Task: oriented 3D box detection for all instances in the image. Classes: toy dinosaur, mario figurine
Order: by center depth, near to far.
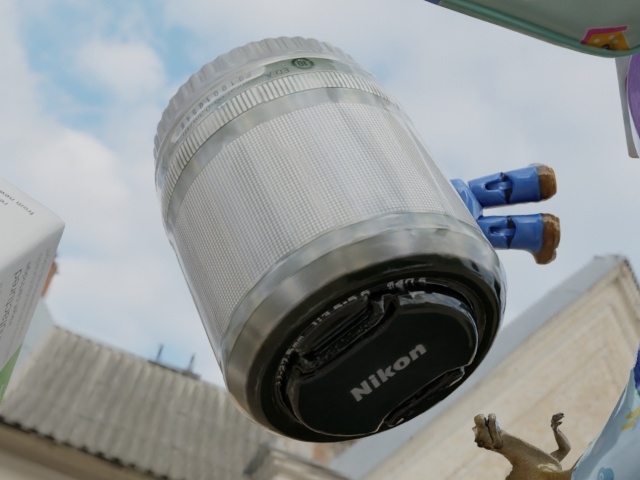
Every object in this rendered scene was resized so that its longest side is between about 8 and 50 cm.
[{"bbox_3d":[0.162,0.180,0.794,0.092,0.053,0.183,-23,-81,15],"label":"toy dinosaur"},{"bbox_3d":[0.138,-0.030,1.551,0.320,0.198,0.170,-1,-50,2],"label":"mario figurine"}]

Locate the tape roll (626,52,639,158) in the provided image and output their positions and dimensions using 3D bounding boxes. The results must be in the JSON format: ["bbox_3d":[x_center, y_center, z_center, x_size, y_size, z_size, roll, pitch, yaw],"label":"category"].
[{"bbox_3d":[0.471,-0.155,1.286,0.274,0.275,0.090,3,-17,20],"label":"tape roll"}]

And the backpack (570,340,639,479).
[{"bbox_3d":[0.272,0.108,0.430,0.355,0.290,0.273,27,-74,-19],"label":"backpack"}]

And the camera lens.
[{"bbox_3d":[0.000,0.000,0.931,0.219,0.274,0.219,-15,-41,-14],"label":"camera lens"}]

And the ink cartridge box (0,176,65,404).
[{"bbox_3d":[-0.224,0.070,0.512,0.092,0.219,0.160,31,-58,7],"label":"ink cartridge box"}]

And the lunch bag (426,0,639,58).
[{"bbox_3d":[0.126,-0.256,0.639,0.224,0.108,0.279,14,-69,-16],"label":"lunch bag"}]

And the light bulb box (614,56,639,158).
[{"bbox_3d":[0.597,-0.300,1.674,0.358,0.225,0.361,-164,-119,-67],"label":"light bulb box"}]
